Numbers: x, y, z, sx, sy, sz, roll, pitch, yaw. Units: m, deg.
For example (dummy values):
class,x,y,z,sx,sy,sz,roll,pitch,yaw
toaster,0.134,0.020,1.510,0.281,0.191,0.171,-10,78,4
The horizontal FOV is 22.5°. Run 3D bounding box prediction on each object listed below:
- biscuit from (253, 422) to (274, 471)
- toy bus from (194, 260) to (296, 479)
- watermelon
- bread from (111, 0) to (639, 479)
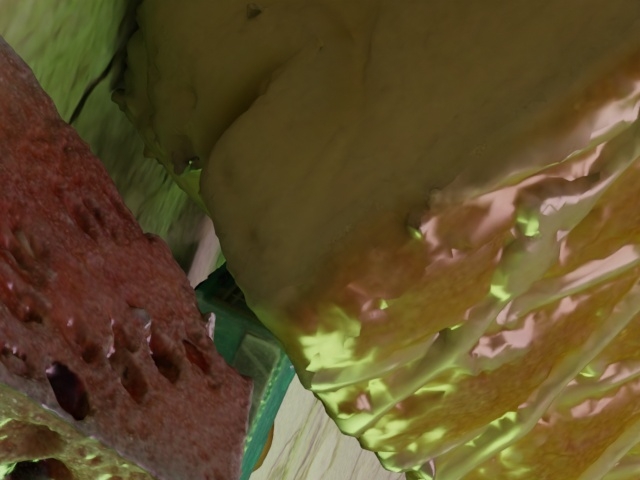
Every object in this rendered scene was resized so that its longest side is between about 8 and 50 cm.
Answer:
class,x,y,z,sx,sy,sz,roll,pitch,yaw
biscuit,-0.118,0.226,1.277,0.299,0.045,0.154,-52,161,-36
toy bus,-0.092,0.140,1.093,0.261,0.109,0.091,-68,171,25
watermelon,-0.110,0.029,0.574,0.094,0.241,0.154,-38,-168,40
bread,0.133,-0.057,0.855,0.390,0.279,0.371,-35,144,4
